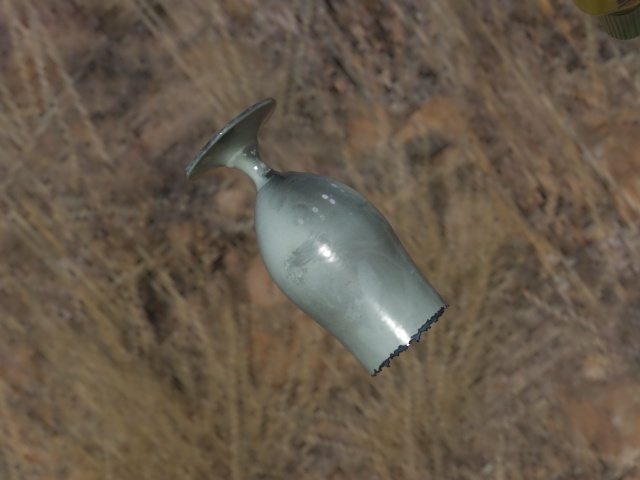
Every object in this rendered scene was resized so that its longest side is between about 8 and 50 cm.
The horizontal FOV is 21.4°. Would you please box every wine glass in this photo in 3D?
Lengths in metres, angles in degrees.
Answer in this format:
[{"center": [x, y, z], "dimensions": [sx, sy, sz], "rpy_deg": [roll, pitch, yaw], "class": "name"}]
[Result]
[{"center": [0.000, 0.000, 1.215], "dimensions": [0.093, 0.202, 0.093], "rpy_deg": [-40, -7, -6], "class": "wine glass"}]

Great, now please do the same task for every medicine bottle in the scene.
[{"center": [0.233, -0.214, 1.340], "dimensions": [0.064, 0.260, 0.095], "rpy_deg": [27, 88, 15], "class": "medicine bottle"}]
